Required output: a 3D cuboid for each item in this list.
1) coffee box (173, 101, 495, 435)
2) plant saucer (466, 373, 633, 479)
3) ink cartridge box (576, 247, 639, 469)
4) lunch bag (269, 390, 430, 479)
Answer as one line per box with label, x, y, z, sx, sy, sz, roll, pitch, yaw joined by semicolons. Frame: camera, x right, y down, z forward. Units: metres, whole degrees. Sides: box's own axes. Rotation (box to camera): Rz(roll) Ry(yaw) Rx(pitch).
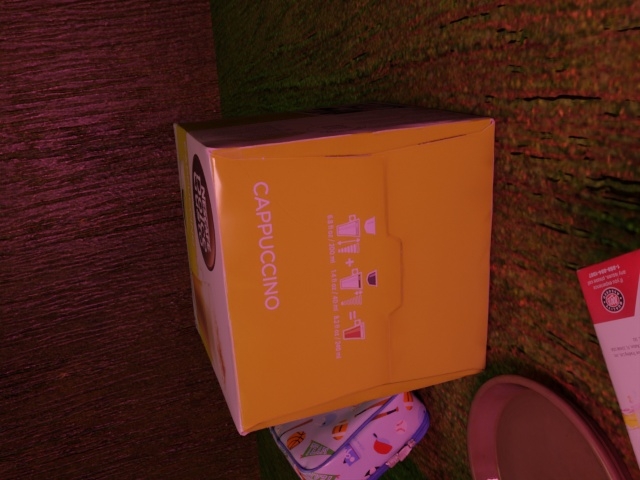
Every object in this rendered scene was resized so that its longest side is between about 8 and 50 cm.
coffee box;0.000;0.000;0.809;0.334;0.338;0.337;-142;45;-65
plant saucer;0.253;0.283;0.647;0.278;0.041;0.277;172;90;-72
ink cartridge box;0.269;0.078;0.353;0.128;0.128;0.176;136;124;-68
lunch bag;0.047;0.309;1.014;0.115;0.243;0.303;55;166;-15
